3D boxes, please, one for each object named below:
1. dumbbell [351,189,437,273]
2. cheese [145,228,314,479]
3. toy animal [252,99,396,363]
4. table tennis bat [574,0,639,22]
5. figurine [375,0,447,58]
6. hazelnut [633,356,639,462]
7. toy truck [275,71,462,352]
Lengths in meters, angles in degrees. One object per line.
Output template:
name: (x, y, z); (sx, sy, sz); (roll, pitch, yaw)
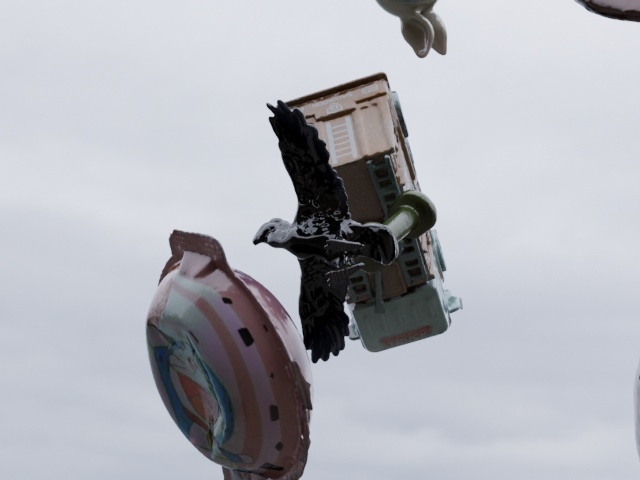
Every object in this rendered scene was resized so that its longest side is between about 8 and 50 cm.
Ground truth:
dumbbell: (0.070, -0.009, 1.422); (0.052, 0.046, 0.118); (-43, -3, 35)
cheese: (-0.055, 0.127, 1.038); (0.074, 0.286, 0.189); (-22, 20, -30)
toy animal: (0.000, 0.000, 1.096); (0.062, 0.220, 0.108); (-25, 26, -33)
table tennis bat: (0.345, -0.288, 1.419); (0.268, 0.414, 0.051); (-13, -43, 25)
figurine: (0.108, -0.355, 1.848); (0.155, 0.235, 0.127); (-44, -17, 21)
hazelnut: (0.444, 0.148, 1.126); (0.409, 0.359, 0.359); (37, -16, 3)
toy truck: (0.058, -0.014, 1.600); (0.136, 0.162, 0.305); (-16, -51, 5)
